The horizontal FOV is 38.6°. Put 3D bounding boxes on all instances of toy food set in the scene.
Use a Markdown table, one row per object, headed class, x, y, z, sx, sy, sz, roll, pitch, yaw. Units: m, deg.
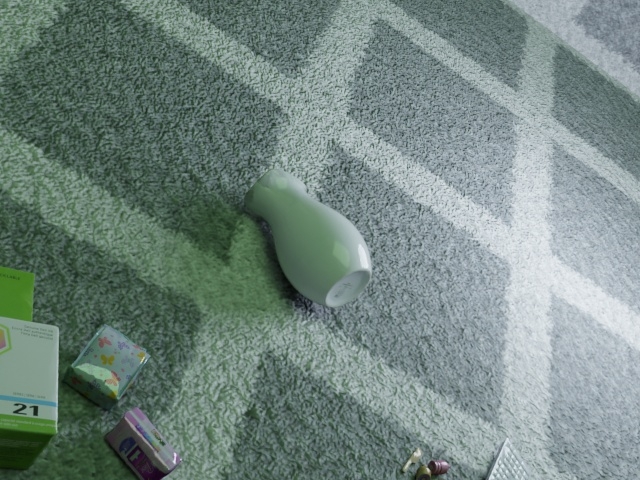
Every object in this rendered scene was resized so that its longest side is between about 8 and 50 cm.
| class | x | y | z | sx | sy | sz | roll | pitch | yaw |
| --- | --- | --- | --- | --- | --- | --- | --- | --- | --- |
| toy food set | 0.171 | 0.345 | 1.272 | 0.122 | 0.019 | 0.078 | 46 | 39 | 4 |

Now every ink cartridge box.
| class | x | y | z | sx | sy | sz | roll | pitch | yaw |
| --- | --- | --- | --- | --- | --- | --- | --- | --- | --- |
| ink cartridge box | -0.383 | 0.099 | 0.968 | 0.189 | 0.097 | 0.255 | 14 | 48 | -31 |

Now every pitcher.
| class | x | y | z | sx | sy | sz | roll | pitch | yaw |
| --- | --- | --- | --- | --- | --- | --- | --- | --- | --- |
| pitcher | 0.000 | 0.000 | 1.375 | 0.178 | 0.125 | 0.207 | 11 | 35 | -53 |

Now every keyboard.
| class | x | y | z | sx | sy | sz | roll | pitch | yaw |
| --- | --- | --- | --- | --- | --- | --- | --- | --- | --- |
| keyboard | 0.248 | 0.387 | 1.296 | 0.072 | 0.014 | 0.256 | 51 | 39 | -6 |

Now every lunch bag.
| class | x | y | z | sx | sy | sz | roll | pitch | yaw |
| --- | --- | --- | --- | --- | --- | --- | --- | --- | --- |
| lunch bag | -0.249 | 0.147 | 1.073 | 0.071 | 0.053 | 0.083 | 35 | 49 | -6 |

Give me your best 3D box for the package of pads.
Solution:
| class | x | y | z | sx | sy | sz | roll | pitch | yaw |
| --- | --- | --- | --- | --- | --- | --- | --- | --- | --- |
| package of pads | -0.201 | 0.235 | 1.033 | 0.083 | 0.050 | 0.032 | 48 | 34 | 6 |
